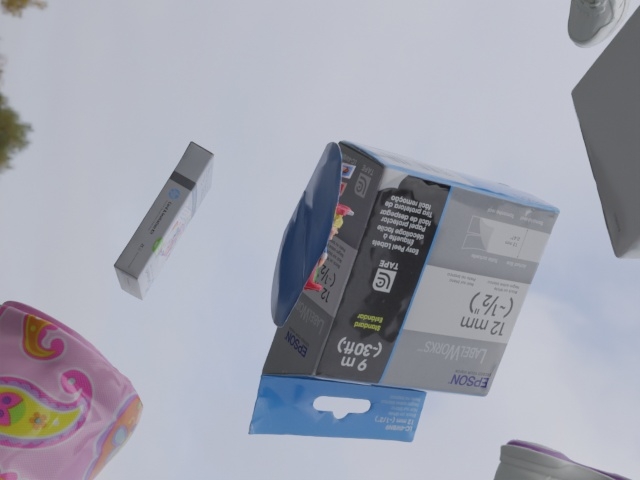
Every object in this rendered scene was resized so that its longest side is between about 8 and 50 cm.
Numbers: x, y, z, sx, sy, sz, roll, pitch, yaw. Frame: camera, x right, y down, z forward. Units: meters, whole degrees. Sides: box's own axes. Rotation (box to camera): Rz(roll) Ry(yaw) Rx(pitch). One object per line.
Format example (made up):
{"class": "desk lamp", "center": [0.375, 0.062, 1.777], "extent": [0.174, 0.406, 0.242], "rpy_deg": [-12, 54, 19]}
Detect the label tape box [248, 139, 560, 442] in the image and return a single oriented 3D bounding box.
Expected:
{"class": "label tape box", "center": [0.090, 0.088, 1.089], "extent": [0.115, 0.249, 0.348], "rpy_deg": [33, -72, 56]}

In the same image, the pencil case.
{"class": "pencil case", "center": [-0.223, 0.173, 0.557], "extent": [0.284, 0.124, 0.124], "rpy_deg": [-56, -159, -22]}

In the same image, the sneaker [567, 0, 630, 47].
{"class": "sneaker", "center": [0.394, -0.386, 1.375], "extent": [0.090, 0.115, 0.232], "rpy_deg": [32, -62, 33]}

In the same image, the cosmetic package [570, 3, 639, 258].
{"class": "cosmetic package", "center": [0.313, -0.091, 0.580], "extent": [0.224, 0.224, 0.138], "rpy_deg": [118, -31, -58]}

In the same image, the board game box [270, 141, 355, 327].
{"class": "board game box", "center": [0.000, 0.000, 0.855], "extent": [0.133, 0.033, 0.169], "rpy_deg": [-91, -158, -50]}

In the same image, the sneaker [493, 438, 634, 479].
{"class": "sneaker", "center": [0.408, 0.420, 1.496], "extent": [0.305, 0.114, 0.152], "rpy_deg": [17, -98, 20]}

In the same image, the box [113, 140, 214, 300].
{"class": "box", "center": [-0.200, -0.022, 1.257], "extent": [0.186, 0.038, 0.145], "rpy_deg": [-60, 180, -16]}
